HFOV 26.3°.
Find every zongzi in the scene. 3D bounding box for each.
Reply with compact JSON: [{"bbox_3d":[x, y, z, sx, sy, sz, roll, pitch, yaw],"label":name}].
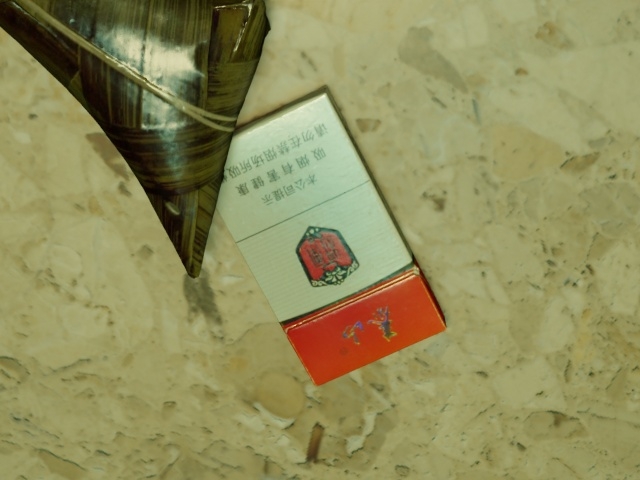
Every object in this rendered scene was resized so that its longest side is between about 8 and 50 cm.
[{"bbox_3d":[-0.185,-0.112,1.117,0.247,0.111,0.241,15,94,-4],"label":"zongzi"}]

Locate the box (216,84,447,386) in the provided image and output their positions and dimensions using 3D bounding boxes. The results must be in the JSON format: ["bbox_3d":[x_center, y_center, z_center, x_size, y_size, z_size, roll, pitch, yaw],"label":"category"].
[{"bbox_3d":[0.000,0.000,1.209,0.139,0.035,0.245,-24,107,10],"label":"box"}]
